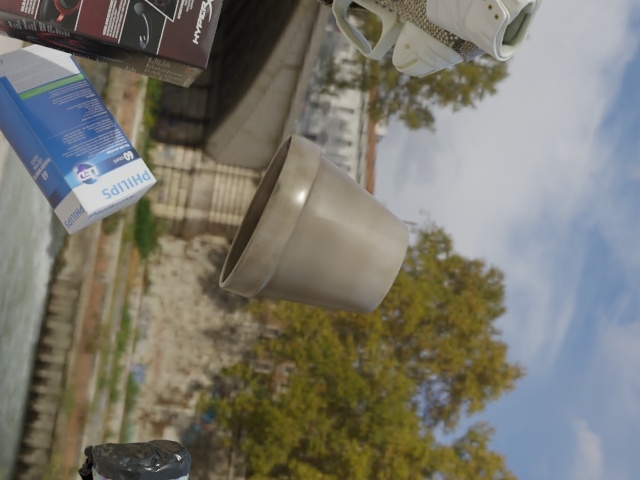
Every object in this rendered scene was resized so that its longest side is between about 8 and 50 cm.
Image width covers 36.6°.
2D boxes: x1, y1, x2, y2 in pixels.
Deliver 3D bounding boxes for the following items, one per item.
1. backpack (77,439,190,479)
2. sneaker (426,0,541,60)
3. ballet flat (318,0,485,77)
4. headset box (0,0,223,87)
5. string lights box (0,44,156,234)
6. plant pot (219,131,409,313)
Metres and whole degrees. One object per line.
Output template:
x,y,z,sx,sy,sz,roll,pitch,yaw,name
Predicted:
-0.253,0.373,1.321,0.115,0.152,0.182,-161,-103,-64,backpack
0.225,-0.375,1.262,0.169,0.108,0.292,43,-24,34,sneaker
0.150,-0.392,1.716,0.483,0.164,0.182,40,-80,44,ballet flat
-0.276,-0.282,1.153,0.218,0.293,0.110,-167,-89,-77,headset box
-0.369,-0.154,1.395,0.077,0.133,0.259,-35,-92,46,string lights box
0.000,0.000,1.819,0.323,0.280,0.323,-60,-169,20,plant pot
